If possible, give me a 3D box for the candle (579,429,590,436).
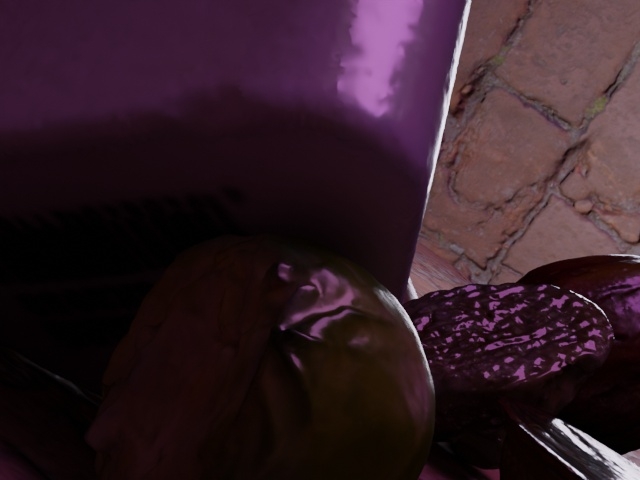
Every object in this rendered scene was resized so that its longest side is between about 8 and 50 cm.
[{"bbox_3d":[0.351,0.275,1.774,0.329,0.051,0.048,32,16,-14],"label":"candle"}]

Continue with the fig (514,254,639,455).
[{"bbox_3d":[0.289,0.119,1.829,0.224,0.263,0.224,44,37,-46],"label":"fig"}]

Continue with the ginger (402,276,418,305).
[{"bbox_3d":[-0.005,0.002,1.630,0.309,0.107,0.133,51,-21,11],"label":"ginger"}]

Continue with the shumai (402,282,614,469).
[{"bbox_3d":[0.133,0.120,1.425,0.161,0.209,0.153,-127,-153,-44],"label":"shumai"}]

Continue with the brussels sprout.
[{"bbox_3d":[-0.019,0.078,0.744,0.122,0.151,0.149,36,40,-30],"label":"brussels sprout"}]

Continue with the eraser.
[{"bbox_3d":[-0.050,-0.041,0.842,0.331,0.331,0.150,32,50,-24],"label":"eraser"}]

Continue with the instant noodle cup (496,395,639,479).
[{"bbox_3d":[0.216,0.221,1.239,0.274,0.091,0.274,34,5,-3],"label":"instant noodle cup"}]
